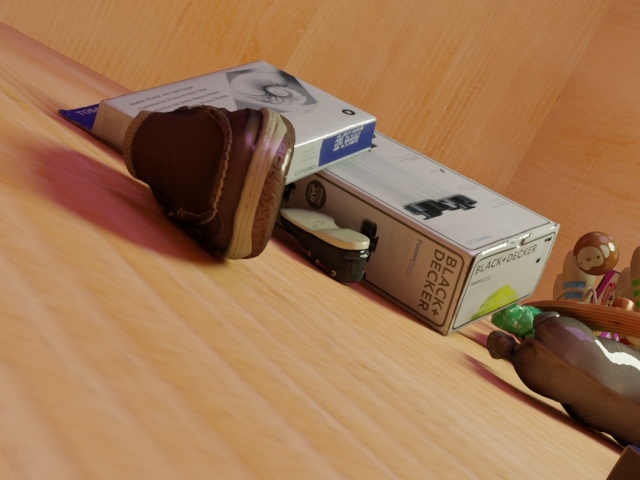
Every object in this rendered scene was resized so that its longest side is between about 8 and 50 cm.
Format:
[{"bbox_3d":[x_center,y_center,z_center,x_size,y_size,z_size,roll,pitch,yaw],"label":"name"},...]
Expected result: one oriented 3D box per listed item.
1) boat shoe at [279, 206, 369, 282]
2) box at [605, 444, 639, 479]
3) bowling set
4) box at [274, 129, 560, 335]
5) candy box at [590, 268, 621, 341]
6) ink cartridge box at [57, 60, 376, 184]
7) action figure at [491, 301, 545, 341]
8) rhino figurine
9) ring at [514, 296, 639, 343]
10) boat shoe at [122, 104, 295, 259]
[{"bbox_3d":[-0.002,0.000,0.842,0.049,0.042,0.133,-3,21,-30],"label":"boat shoe"},{"bbox_3d":[0.258,0.180,0.442,0.225,0.036,0.136,26,5,-18],"label":"box"},{"bbox_3d":[0.362,0.088,1.167,0.200,0.154,0.287,23,-21,-37],"label":"bowling set"},{"bbox_3d":[0.072,-0.028,0.944,0.290,0.087,0.169,31,29,31],"label":"box"},{"bbox_3d":[0.504,0.164,1.427,0.233,0.159,0.071,27,6,-23],"label":"candy box"},{"bbox_3d":[-0.097,-0.122,0.898,0.224,0.045,0.223,28,34,27],"label":"ink cartridge box"},{"bbox_3d":[0.273,0.127,0.966,0.232,0.063,0.137,33,4,-14],"label":"action figure"},{"bbox_3d":[0.257,0.133,0.751,0.243,0.073,0.106,30,0,-4],"label":"rhino figurine"},{"bbox_3d":[0.375,0.135,1.029,0.337,0.032,0.336,22,-16,7],"label":"ring"},{"bbox_3d":[-0.083,-0.045,0.603,0.095,0.095,0.257,14,1,-12],"label":"boat shoe"}]
